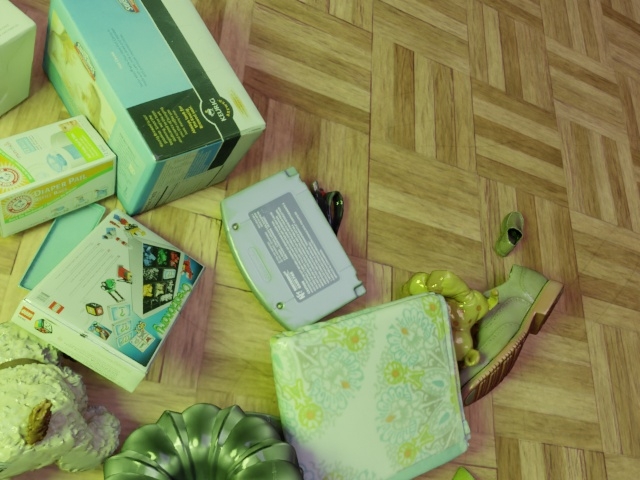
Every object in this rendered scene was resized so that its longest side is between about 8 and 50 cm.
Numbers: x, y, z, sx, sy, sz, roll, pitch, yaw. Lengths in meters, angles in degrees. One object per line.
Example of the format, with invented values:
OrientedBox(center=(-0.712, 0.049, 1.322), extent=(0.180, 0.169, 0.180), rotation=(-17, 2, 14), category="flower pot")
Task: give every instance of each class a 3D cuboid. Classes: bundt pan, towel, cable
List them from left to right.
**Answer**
OrientedBox(center=(-0.167, 0.367, 0.846), extent=(0.331, 0.124, 0.331), rotation=(3, 40, -2), category="bundt pan")
OrientedBox(center=(0.000, 0.000, 1.265), extent=(0.139, 0.072, 0.287), rotation=(-2, 81, -48), category="cable")
OrientedBox(center=(0.099, 0.282, 1.087), extent=(0.374, 0.090, 0.320), rotation=(-12, 94, -29), category="towel")

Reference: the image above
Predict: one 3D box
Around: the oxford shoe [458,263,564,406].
OrientedBox(center=(0.392, 0.206, 1.354), extent=(0.146, 0.140, 0.397), rotation=(33, 55, 26), category="oxford shoe")

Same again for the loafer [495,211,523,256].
OrientedBox(center=(0.494, -0.021, 1.535), extent=(0.056, 0.050, 0.148), rotation=(36, 56, -11), category="loafer")

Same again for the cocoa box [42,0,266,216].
OrientedBox(center=(-0.309, -0.263, 1.083), extent=(0.228, 0.231, 0.347), rotation=(-28, 84, -35), category="cocoa box")

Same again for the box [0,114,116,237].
OrientedBox(center=(-0.459, -0.109, 0.995), extent=(0.203, 0.103, 0.114), rotation=(-29, 69, -35), category="box")

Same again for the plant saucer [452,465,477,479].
OrientedBox(center=(0.307, 0.574, 1.165), extent=(0.188, 0.045, 0.188), rotation=(48, 54, -3), category="plant saucer")

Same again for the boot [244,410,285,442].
OrientedBox(center=(-0.131, 0.387, 0.988), extent=(0.189, 0.076, 0.208), rotation=(24, 64, -33), category="boot")

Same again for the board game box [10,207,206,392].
OrientedBox(center=(-0.313, 0.078, 0.951), extent=(0.193, 0.053, 0.305), rotation=(35, 25, -11), category="board game box")

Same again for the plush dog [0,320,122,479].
OrientedBox(center=(-0.422, 0.209, 0.828), extent=(0.262, 0.210, 0.225), rotation=(-12, 51, -35), category="plush dog")

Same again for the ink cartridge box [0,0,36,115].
OrientedBox(center=(-0.645, -0.376, 0.962), extent=(0.353, 0.207, 0.119), rotation=(40, 54, -6), category="ink cartridge box")

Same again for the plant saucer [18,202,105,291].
OrientedBox(center=(-0.437, 0.010, 1.021), extent=(0.067, 0.018, 0.192), rotation=(26, 57, -17), category="plant saucer")

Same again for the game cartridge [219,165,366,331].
OrientedBox(center=(-0.065, 0.022, 1.168), extent=(0.196, 0.060, 0.294), rotation=(-28, 84, -19), category="game cartridge")

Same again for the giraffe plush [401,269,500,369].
OrientedBox(center=(0.266, 0.176, 1.255), extent=(0.210, 0.181, 0.170), rotation=(18, 71, -2), category="giraffe plush")
